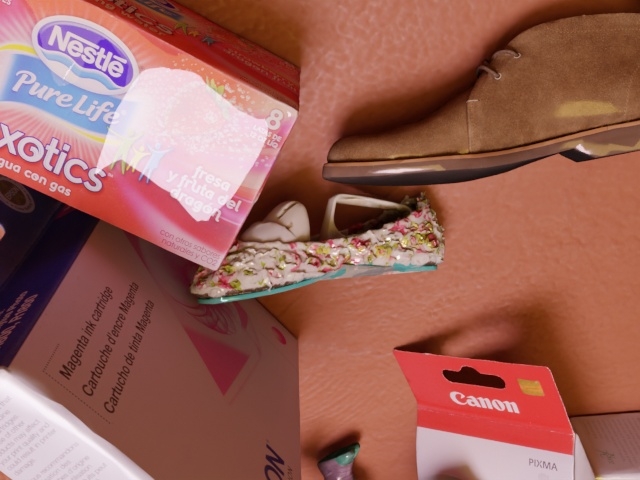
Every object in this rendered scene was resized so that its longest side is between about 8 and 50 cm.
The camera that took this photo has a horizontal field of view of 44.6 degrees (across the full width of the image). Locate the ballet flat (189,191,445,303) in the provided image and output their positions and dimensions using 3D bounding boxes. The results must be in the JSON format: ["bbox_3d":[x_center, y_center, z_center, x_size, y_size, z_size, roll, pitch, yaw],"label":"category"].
[{"bbox_3d":[0.000,0.000,0.668,0.240,0.091,0.077,-8,96,-28],"label":"ballet flat"}]

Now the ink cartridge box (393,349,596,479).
[{"bbox_3d":[0.166,0.213,0.752,0.180,0.056,0.225,-2,125,45],"label":"ink cartridge box"}]

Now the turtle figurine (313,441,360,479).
[{"bbox_3d":[0.055,0.333,0.779,0.118,0.175,0.234,-33,87,20],"label":"turtle figurine"}]

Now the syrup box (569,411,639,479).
[{"bbox_3d":[0.380,0.238,0.797,0.236,0.096,0.093,-4,116,2],"label":"syrup box"}]

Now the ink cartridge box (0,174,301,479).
[{"bbox_3d":[-0.141,0.069,0.584,0.071,0.324,0.330,-38,110,14],"label":"ink cartridge box"}]

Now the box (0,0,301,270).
[{"bbox_3d":[-0.175,-0.123,0.592,0.299,0.154,0.142,26,111,-11],"label":"box"}]

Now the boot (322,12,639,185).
[{"bbox_3d":[0.146,-0.109,0.648,0.305,0.112,0.115,-11,93,1],"label":"boot"}]
